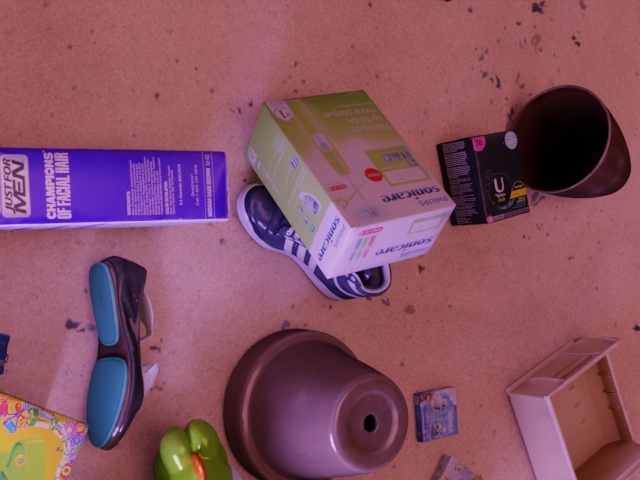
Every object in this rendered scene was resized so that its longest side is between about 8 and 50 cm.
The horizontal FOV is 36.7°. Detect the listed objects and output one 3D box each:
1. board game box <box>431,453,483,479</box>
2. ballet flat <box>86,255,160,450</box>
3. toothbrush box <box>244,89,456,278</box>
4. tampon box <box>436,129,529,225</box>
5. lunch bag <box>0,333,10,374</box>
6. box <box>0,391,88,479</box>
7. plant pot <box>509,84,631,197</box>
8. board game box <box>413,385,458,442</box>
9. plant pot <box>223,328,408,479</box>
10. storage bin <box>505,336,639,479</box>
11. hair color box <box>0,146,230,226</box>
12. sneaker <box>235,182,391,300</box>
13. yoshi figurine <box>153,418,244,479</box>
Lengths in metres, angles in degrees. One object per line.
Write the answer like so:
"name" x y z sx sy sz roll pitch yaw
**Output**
"board game box" 0.236 0.492 1.794 0.103 0.026 0.154 40 68 -27
"ballet flat" -0.283 0.163 1.411 0.096 0.095 0.280 4 86 -46
"toothbrush box" 0.041 -0.097 1.530 0.206 0.122 0.283 -12 55 -33
"tampon box" 0.307 -0.118 1.816 0.120 0.101 0.161 -15 97 -35
"lunch bag" -0.467 0.152 1.296 0.098 0.067 0.065 15 80 -35
"box" -0.499 0.305 1.205 0.290 0.177 0.279 29 72 -31
"plant pot" 0.524 -0.171 1.923 0.230 0.215 0.215 18 78 -47
"board game box" 0.215 0.322 1.789 0.090 0.020 0.090 -5 91 -36
"plant pot" 0.011 0.276 1.525 0.263 0.229 0.263 1 89 -33
"storage bin" 0.532 0.362 1.944 0.260 0.123 0.262 -28 103 -32
"hair color box" -0.318 -0.069 1.335 0.339 0.185 0.110 -4 91 -35
"sneaker" 0.000 0.000 1.570 0.282 0.153 0.099 42 66 -26
"yoshi figurine" -0.159 0.431 1.437 0.203 0.203 0.362 -22 101 -52
